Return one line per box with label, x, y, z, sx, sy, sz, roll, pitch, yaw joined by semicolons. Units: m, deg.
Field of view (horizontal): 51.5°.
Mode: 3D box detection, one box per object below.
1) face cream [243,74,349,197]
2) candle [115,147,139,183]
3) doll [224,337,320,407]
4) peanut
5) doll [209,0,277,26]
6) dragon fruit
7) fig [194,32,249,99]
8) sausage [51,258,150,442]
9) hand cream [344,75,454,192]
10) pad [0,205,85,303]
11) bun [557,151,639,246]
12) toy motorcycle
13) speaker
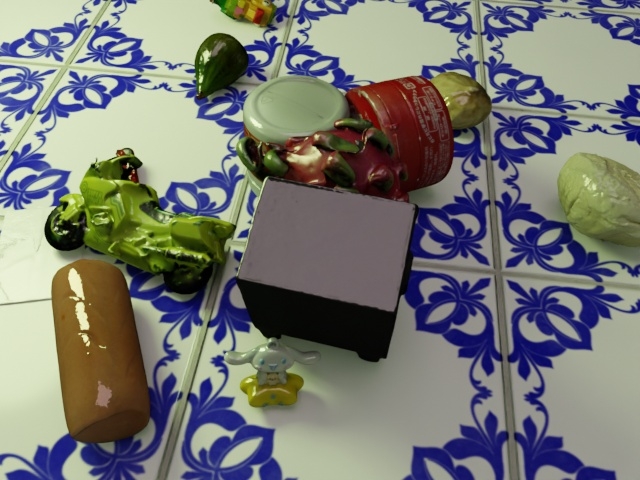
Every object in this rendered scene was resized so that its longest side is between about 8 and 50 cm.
face cream;-0.047;-0.191;1.289;0.201;0.187;0.201;1;48;-1
candle;-0.372;-0.115;1.310;0.048;0.053;0.162;23;37;-45
doll;-0.065;0.191;1.000;0.135;0.113;0.071;-21;29;5
peanut;0.295;-0.306;1.463;0.140;0.109;0.159;-6;36;-22
doll;-0.200;-0.629;1.730;0.186;0.106;0.134;36;36;5
dragon fruit;0.011;-0.096;1.117;0.272;0.218;0.198;-10;91;4
fig;-0.246;-0.391;1.528;0.117;0.117;0.177;25;74;18
sausage;-0.339;0.157;1.012;0.121;0.121;0.304;-13;51;-14
hand cream;0.145;-0.200;1.283;0.149;0.230;0.230;-17;51;-14
pad;-0.508;0.018;1.206;0.156;0.004;0.232;-6;49;-7
bun;0.541;-0.064;1.237;0.220;0.134;0.220;22;30;-13
toy motorcycle;-0.315;-0.038;1.178;0.342;0.142;0.206;19;88;14
speaker;0.018;0.050;1.011;0.232;0.254;0.184;11;66;8
